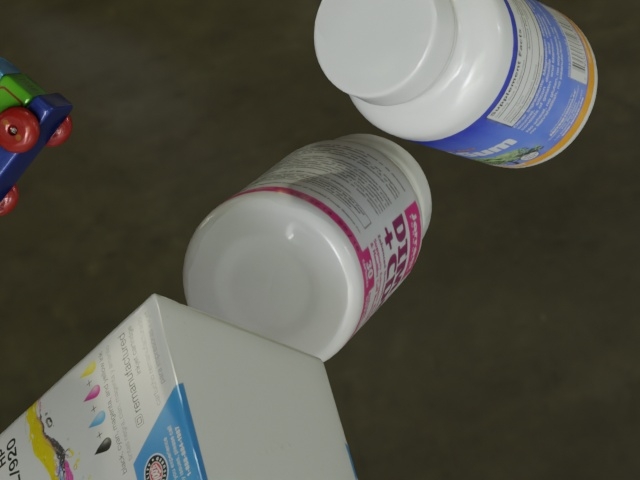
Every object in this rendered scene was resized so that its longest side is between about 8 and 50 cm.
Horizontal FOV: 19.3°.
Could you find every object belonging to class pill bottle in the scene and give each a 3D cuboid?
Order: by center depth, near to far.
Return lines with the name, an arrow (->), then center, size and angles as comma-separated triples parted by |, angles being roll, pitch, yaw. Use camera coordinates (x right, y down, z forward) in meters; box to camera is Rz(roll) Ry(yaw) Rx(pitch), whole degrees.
pill bottle -> 0.111, -0.151, 1.576 | 0.152, 0.152, 0.272 | 6, -2, 33
pill bottle -> 0.000, 0.000, 1.693 | 0.160, 0.160, 0.283 | -3, 16, 20

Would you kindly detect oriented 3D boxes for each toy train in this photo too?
toy train -> -0.357, -0.070, 1.756 | 0.248, 0.143, 0.105 | -50, -6, 13

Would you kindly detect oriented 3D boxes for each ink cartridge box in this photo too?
ink cartridge box -> -0.114, 0.188, 1.311 | 0.233, 0.168, 0.171 | -41, 46, 26
